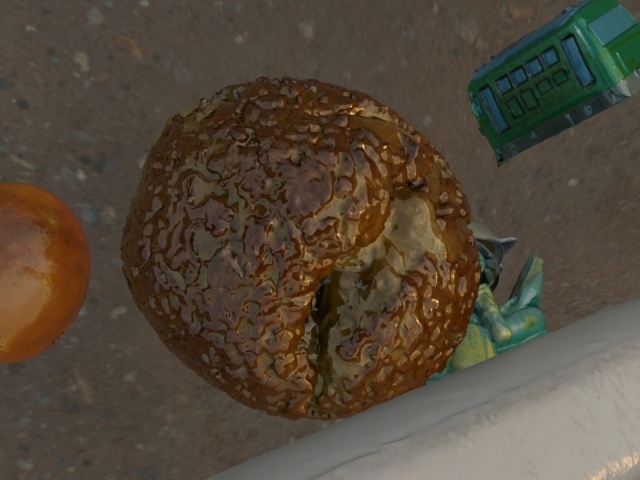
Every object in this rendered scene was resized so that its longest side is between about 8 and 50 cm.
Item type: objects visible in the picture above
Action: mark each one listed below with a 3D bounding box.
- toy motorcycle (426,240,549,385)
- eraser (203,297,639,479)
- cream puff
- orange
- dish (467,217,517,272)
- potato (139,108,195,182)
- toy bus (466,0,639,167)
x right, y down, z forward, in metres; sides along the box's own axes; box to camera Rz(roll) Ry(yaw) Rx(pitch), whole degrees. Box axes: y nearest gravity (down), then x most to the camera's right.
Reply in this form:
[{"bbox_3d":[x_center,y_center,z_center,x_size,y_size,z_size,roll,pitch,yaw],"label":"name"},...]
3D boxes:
[{"bbox_3d":[0.164,0.113,0.991,0.198,0.109,0.296,16,49,-1],"label":"toy motorcycle"},{"bbox_3d":[0.059,0.110,0.464,0.270,0.174,0.094,-18,78,-32],"label":"eraser"},{"bbox_3d":[0.000,0.000,0.822,0.303,0.212,0.303,10,69,-28],"label":"cream puff"},{"bbox_3d":[-0.487,0.049,1.534,0.284,0.226,0.284,-18,58,31],"label":"orange"},{"bbox_3d":[0.216,0.004,1.719,0.228,0.236,0.086,-27,59,26],"label":"dish"},{"bbox_3d":[-0.194,-0.109,1.360,0.080,0.170,0.107,28,48,-7],"label":"potato"},{"bbox_3d":[0.431,-0.296,1.847,0.183,0.343,0.199,-36,94,-41],"label":"toy bus"}]
